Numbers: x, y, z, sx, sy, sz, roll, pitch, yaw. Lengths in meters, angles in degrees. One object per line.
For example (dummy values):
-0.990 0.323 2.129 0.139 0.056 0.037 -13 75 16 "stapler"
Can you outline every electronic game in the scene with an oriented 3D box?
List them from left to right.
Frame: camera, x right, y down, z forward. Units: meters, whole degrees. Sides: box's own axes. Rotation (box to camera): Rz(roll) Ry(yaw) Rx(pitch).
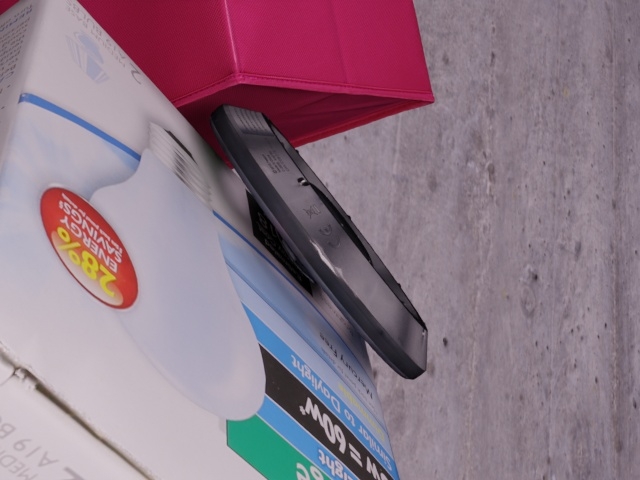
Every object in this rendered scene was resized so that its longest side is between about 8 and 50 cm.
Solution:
0.000 0.000 0.726 0.229 0.048 0.229 53 4 -6 "electronic game"

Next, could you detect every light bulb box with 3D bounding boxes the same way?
-0.134 0.099 0.624 0.358 0.225 0.361 47 16 -31 "light bulb box"

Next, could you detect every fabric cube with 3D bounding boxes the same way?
-0.093 -0.209 0.867 0.259 0.254 0.258 -5 82 -53 "fabric cube"
